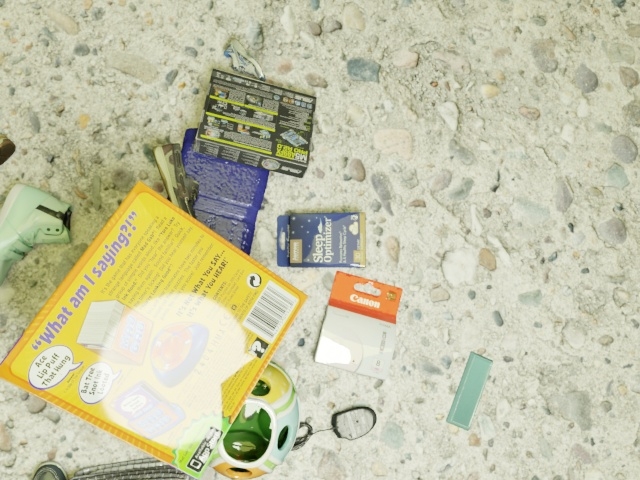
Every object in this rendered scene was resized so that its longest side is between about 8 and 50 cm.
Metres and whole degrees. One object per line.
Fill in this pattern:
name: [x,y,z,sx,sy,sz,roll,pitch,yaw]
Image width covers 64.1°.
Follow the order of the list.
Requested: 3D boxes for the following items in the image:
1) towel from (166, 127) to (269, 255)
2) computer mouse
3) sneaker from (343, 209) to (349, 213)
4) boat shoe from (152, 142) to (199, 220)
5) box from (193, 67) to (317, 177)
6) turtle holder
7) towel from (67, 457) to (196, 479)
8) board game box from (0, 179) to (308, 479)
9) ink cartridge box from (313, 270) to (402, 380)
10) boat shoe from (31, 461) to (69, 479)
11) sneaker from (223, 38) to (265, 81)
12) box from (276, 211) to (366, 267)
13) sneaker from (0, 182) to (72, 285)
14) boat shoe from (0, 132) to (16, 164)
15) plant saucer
towel: [-0.257,-0.102,1.251,0.227,0.076,0.308,15,82,-13]
computer mouse: [0.021,0.461,1.248,0.242,0.041,0.071,-14,77,-2]
sneaker: [0.050,-0.026,1.298,0.069,0.038,0.098,-9,85,-10]
boat shoe: [-0.312,-0.119,1.159,0.073,0.080,0.224,-22,86,-10]
box: [-0.152,-0.284,1.241,0.270,0.060,0.216,12,65,-13]
turtle holder: [-0.141,0.369,1.133,0.243,0.227,0.320,38,81,-2]
towel: [-0.405,0.618,1.125,0.283,0.121,0.235,-4,85,-8]
board game box: [-0.310,0.156,0.981,0.356,0.356,0.357,36,74,-17]
ink cartridge box: [0.099,0.210,1.273,0.189,0.066,0.233,16,86,-6]
boat shoe: [-0.610,0.623,1.116,0.095,0.079,0.255,7,83,-7]
sneaker: [-0.195,-0.448,1.309,0.058,0.052,0.135,-42,83,0]
box: [0.000,0.000,1.266,0.225,0.036,0.137,-1,85,6]
sneaker: [-0.666,0.010,1.167,0.151,0.094,0.256,20,83,-8]
boat shoe: [-0.806,-0.178,1.188,0.072,0.068,0.190,38,70,10]
plant saucer: [0.387,0.388,1.312,0.067,0.018,0.192,24,82,-5]
